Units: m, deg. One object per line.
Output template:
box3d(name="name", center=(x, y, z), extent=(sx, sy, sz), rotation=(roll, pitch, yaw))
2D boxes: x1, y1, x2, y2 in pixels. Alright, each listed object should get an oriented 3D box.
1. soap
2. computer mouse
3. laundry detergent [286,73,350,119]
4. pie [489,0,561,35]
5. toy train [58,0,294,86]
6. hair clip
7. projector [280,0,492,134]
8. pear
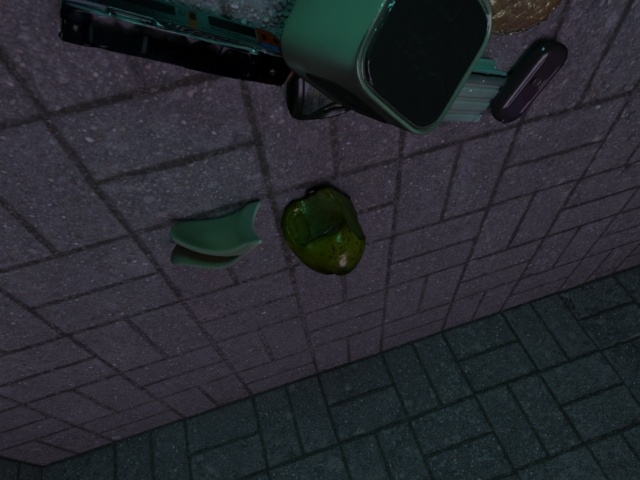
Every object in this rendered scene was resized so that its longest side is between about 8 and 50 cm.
box3d(name="soap", center=(0.320, -0.381, 1.057), extent=(0.262, 0.094, 0.150), rotation=(-5, 147, -24))
box3d(name="computer mouse", center=(0.559, -0.426, 1.144), extent=(0.120, 0.057, 0.232), rotation=(3, 136, -31))
box3d(name="laundry detergent", center=(0.037, -0.346, 0.965), extent=(0.222, 0.078, 0.144), rotation=(-11, 141, -18))
box3d(name="pie", center=(0.440, -0.541, 0.932), extent=(0.218, 0.052, 0.185), rotation=(12, 132, -41))
box3d(name="toy train", center=(-0.239, -0.372, 0.774), extent=(0.410, 0.089, 0.086), rotation=(1, 150, -30))
box3d(name="hair clip", center=(-0.296, -0.001, 1.187), extent=(0.282, 0.172, 0.113), rotation=(-8, 136, -2))
box3d(name="projector", center=(0.112, -0.365, 0.763), extent=(0.248, 0.249, 0.248), rotation=(21, 104, -43))
box3d(name="pear", center=(0.000, 0.000, 1.256), extent=(0.238, 0.255, 0.164), rotation=(-30, 146, 21))
